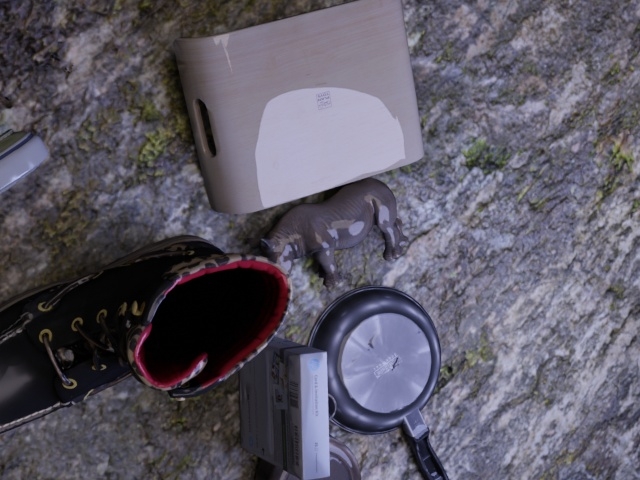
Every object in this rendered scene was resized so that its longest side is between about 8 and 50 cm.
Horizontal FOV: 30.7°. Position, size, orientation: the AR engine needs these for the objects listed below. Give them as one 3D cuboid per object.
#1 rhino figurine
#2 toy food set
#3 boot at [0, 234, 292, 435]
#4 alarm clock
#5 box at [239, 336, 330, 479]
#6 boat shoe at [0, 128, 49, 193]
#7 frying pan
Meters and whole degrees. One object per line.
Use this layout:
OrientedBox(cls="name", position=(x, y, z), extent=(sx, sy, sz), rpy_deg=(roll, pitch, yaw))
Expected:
OrientedBox(cls="rhino figurine", position=(0.000, 0.000, 1.458), extent=(0.243, 0.073, 0.106), rpy_deg=(-23, 105, -21))
OrientedBox(cls="toy food set", position=(-0.016, -0.178, 1.446), extent=(0.306, 0.092, 0.219), rpy_deg=(-19, 111, -22))
OrientedBox(cls="boot", position=(-0.222, 0.109, 1.241), extent=(0.377, 0.284, 0.138), rpy_deg=(-26, 102, -23))
OrientedBox(cls="alarm clock", position=(-0.010, 0.287, 1.467), extent=(0.129, 0.064, 0.192), rpy_deg=(9, 89, -24))
OrientedBox(cls="box", position=(-0.046, 0.192, 1.380), extent=(0.038, 0.186, 0.145), rpy_deg=(-3, 93, -27))
OrientedBox(cls="boat shoe", position=(-0.438, -0.049, 1.237), extent=(0.302, 0.109, 0.094), rpy_deg=(-32, 103, -17))
OrientedBox(cls="frying pan", position=(0.085, 0.221, 1.523), extent=(0.197, 0.053, 0.326), rpy_deg=(-9, 93, -23))
